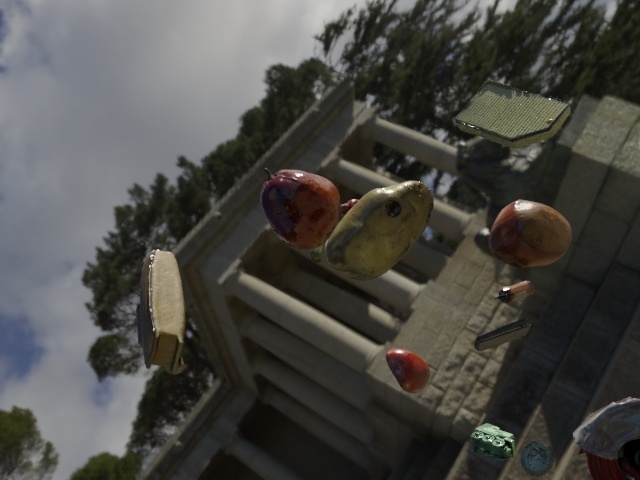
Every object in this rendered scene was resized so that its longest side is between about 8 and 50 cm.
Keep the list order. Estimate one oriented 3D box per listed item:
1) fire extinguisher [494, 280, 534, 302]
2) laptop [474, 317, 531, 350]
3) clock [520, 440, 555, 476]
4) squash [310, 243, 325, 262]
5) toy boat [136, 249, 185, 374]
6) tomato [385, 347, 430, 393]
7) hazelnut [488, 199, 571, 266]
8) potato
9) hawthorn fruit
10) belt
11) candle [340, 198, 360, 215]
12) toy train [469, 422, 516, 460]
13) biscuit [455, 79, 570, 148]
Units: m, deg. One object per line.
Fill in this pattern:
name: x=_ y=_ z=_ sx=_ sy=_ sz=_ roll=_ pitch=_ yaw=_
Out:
fire extinguisher: x=0.568 y=0.153 z=1.978 sx=0.177 sy=0.062 sz=0.050 roll=-9 pitch=-97 yaw=-47
laptop: x=0.499 y=0.266 z=1.861 sx=0.154 sy=0.026 sz=0.207 roll=-22 pitch=-20 yaw=5
clock: x=0.508 y=0.513 z=1.583 sx=0.083 sy=0.074 sz=0.010 roll=-56 pitch=-33 yaw=-22
squash: x=0.000 y=0.000 z=2.419 sx=0.052 sy=0.052 sz=0.183 roll=77 pitch=-154 yaw=-58
toy boat: x=-0.332 y=0.141 z=1.397 sx=0.089 sy=0.321 sz=0.121 roll=9 pitch=-53 yaw=-25
tomato: x=0.315 y=0.432 z=2.311 sx=0.082 sy=0.166 sz=0.174 roll=-42 pitch=-29 yaw=27
hazelnut: x=0.554 y=-0.008 z=1.812 sx=0.214 sy=0.214 sz=0.176 roll=87 pitch=-171 yaw=-52
potato: x=0.144 y=-0.027 z=1.607 sx=0.296 sy=0.141 sz=0.191 roll=-38 pitch=-52 yaw=-1
hawthorn fruit: x=-0.070 y=-0.103 z=1.914 sx=0.224 sy=0.261 sz=0.224 roll=-48 pitch=13 yaw=15
belt: x=0.590 y=0.377 z=1.121 sx=0.227 sy=0.324 sz=0.115 roll=-63 pitch=-24 yaw=2
candle: x=0.172 y=-0.111 z=2.306 sx=0.302 sy=0.084 sz=0.059 roll=-2 pitch=-100 yaw=-34
toy train: x=0.279 y=0.322 z=1.079 sx=0.053 sy=0.083 sz=0.033 roll=-15 pitch=-80 yaw=-33
biscuit: x=0.473 y=-0.306 z=1.671 sx=0.150 sy=0.252 sz=0.052 roll=-52 pitch=-44 yaw=-8
